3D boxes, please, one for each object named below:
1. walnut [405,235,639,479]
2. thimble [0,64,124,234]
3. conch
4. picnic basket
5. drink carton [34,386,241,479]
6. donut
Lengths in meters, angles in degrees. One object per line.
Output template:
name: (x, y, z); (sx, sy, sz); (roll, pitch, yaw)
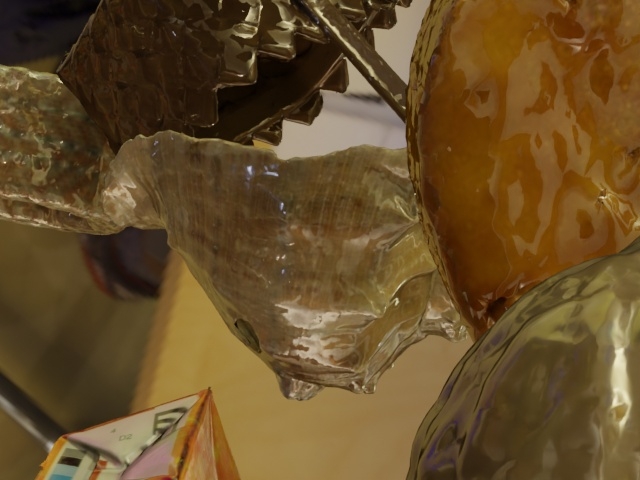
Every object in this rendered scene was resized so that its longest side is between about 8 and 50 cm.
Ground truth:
walnut: (0.101, 0.107, 0.515); (0.178, 0.178, 0.230); (18, 70, -47)
thimble: (-0.298, -0.095, 1.848); (0.229, 0.196, 0.148); (12, 79, -12)
conch: (0.002, 0.010, 1.309); (0.324, 0.186, 0.263); (1, 154, -7)
picnic basket: (-0.044, -0.142, 1.679); (0.291, 0.321, 0.254); (-32, 167, -41)
drink carton: (-0.047, 0.183, 0.721); (0.071, 0.096, 0.223); (-16, 104, 10)
donut: (0.153, -0.036, 0.739); (0.277, 0.108, 0.278); (-1, 94, -18)
